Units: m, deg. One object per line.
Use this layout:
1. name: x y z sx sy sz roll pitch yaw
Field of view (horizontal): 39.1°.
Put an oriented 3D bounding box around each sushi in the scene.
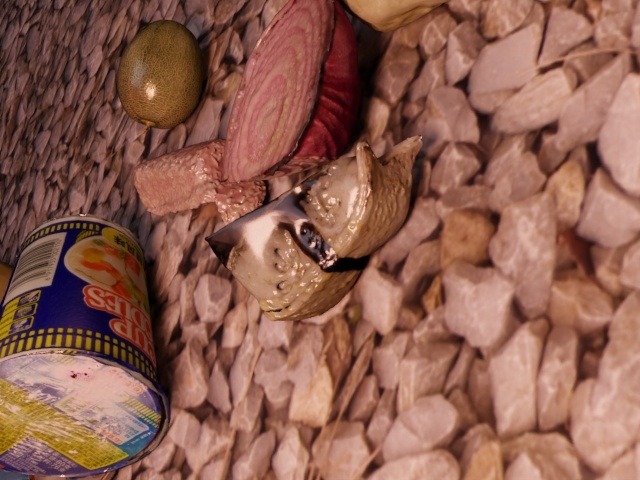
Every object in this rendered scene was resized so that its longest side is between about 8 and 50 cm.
1. sushi: 0.018 -0.001 0.981 0.273 0.134 0.109 -31 62 23

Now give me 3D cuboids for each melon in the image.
1. melon: -0.257 -0.259 1.446 0.139 0.139 0.192 -6 68 52

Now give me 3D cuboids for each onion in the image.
1. onion: -0.014 -0.177 1.100 0.250 0.111 0.248 -4 70 64

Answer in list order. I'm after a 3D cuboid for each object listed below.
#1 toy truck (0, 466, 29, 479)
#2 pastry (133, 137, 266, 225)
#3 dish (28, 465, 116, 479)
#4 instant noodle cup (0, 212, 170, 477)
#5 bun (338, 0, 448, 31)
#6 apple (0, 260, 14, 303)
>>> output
1. toy truck: -0.535 0.483 1.416 0.367 0.175 0.146 -64 34 13
2. pastry: -0.177 -0.085 1.274 0.265 0.103 0.112 8 119 48
3. dish: -0.350 0.340 1.335 0.141 0.078 0.141 -11 45 11
4. instant noodle cup: -0.355 0.134 1.292 0.284 0.284 0.312 -47 33 29
5. bun: 0.085 -0.368 1.032 0.243 0.153 0.244 -24 55 40
6. apple: -0.670 0.189 1.653 0.295 0.233 0.258 -33 81 29
